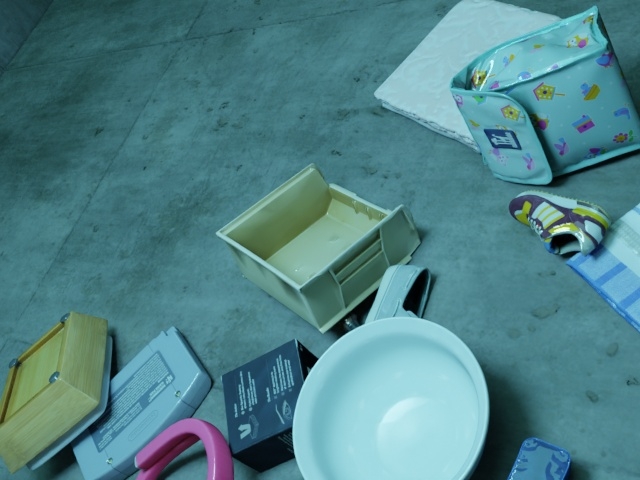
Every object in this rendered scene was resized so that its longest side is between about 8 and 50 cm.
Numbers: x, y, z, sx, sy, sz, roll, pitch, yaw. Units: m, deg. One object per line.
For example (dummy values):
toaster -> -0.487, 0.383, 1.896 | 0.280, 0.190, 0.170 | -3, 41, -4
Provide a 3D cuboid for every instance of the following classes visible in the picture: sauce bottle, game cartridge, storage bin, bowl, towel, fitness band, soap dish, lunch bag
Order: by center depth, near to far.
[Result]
lunch bag -> 0.286, 0.317, 1.022 | 0.067, 0.065, 0.098 | 21, 69, 28
towel -> 0.526, 0.000, 1.123 | 0.285, 0.034, 0.209 | -39, 42, 4
bowl -> 0.118, 0.271, 1.125 | 0.297, 0.134, 0.298 | -17, 51, 22
lunch bag -> 0.366, -0.219, 1.277 | 0.262, 0.223, 0.160 | -20, 40, 24
fitness band -> -0.243, 0.416, 1.282 | 0.291, 0.054, 0.209 | -42, 40, 29
sauce bottle -> 0.039, 0.132, 1.371 | 0.042, 0.042, 0.128 | -42, 43, 1
storage bin -> 0.000, 0.000, 1.410 | 0.260, 0.123, 0.262 | -38, 40, -20
game cartridge -> -0.348, 0.324, 1.495 | 0.297, 0.062, 0.198 | -44, 47, -2
towel -> 0.309, -0.343, 1.547 | 0.317, 0.053, 0.332 | -47, 42, -4
soap dish -> -0.535, 0.290, 1.560 | 0.229, 0.118, 0.291 | -39, 28, 9

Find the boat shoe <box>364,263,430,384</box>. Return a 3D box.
boat shoe -> 0.129, 0.133, 1.275 | 0.081, 0.079, 0.228 | -8, 49, 37

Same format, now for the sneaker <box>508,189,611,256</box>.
sneaker -> 0.359, -0.024, 1.228 | 0.084, 0.069, 0.185 | -54, 32, -15

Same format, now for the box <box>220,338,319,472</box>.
box -> -0.072, 0.275, 1.298 | 0.158, 0.093, 0.156 | -27, 46, 15
